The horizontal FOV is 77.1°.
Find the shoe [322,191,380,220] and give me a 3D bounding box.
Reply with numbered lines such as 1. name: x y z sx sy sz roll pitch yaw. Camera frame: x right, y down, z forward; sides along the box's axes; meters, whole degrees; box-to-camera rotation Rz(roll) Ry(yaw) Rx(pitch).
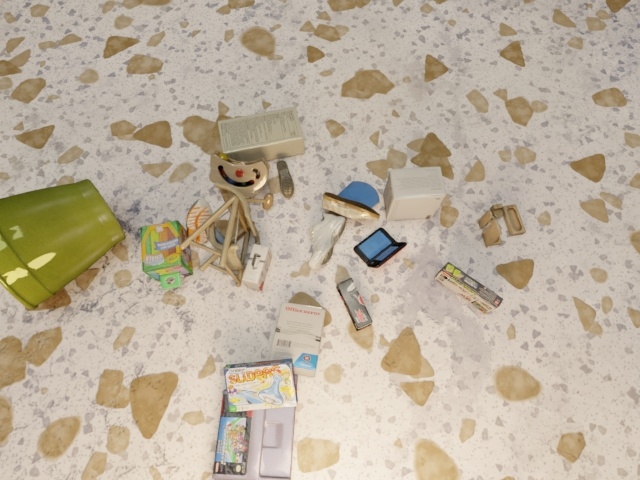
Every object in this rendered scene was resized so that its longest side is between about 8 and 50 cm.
1. shoe: 0.107 -0.112 1.451 0.219 0.076 0.058 22 112 10

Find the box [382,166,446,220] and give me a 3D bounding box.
1. box: 0.329 -0.164 1.436 0.182 0.181 0.118 -4 68 -1

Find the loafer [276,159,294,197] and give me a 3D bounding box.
1. loafer: -0.132 -0.232 1.538 0.056 0.050 0.147 -10 84 0

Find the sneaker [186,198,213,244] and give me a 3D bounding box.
1. sneaker: -0.431 -0.074 1.397 0.084 0.214 0.083 -3 54 -29

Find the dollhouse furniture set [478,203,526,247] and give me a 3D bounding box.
1. dollhouse furniture set: 0.663 -0.073 1.430 0.152 0.123 0.143 -8 69 -3

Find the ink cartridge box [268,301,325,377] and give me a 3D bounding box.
1. ink cartridge box: -0.072 0.314 1.281 0.149 0.085 0.203 9 55 3

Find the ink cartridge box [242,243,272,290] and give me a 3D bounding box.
1. ink cartridge box: -0.216 0.093 1.381 0.056 0.099 0.135 12 68 6

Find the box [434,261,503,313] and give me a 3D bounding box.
1. box: 0.491 0.161 1.345 0.207 0.114 0.036 36 73 13

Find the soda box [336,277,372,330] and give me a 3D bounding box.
1. soda box: 0.114 0.215 1.357 0.060 0.053 0.168 -23 71 -8

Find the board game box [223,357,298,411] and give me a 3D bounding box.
1. board game box: -0.175 0.426 1.185 0.202 0.035 0.136 -7 96 4

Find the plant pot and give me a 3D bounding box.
1. plant pot: -0.867 -0.022 1.323 0.353 0.366 0.366 -33 72 -25

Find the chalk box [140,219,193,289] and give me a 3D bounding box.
1. chalk box: -0.524 0.060 1.378 0.133 0.132 0.212 -12 69 -4

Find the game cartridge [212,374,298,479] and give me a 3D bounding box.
1. game cartridge: -0.194 0.584 1.212 0.231 0.068 0.354 4 68 -3

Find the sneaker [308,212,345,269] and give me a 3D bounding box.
1. sneaker: 0.000 0.000 1.434 0.115 0.090 0.232 21 61 15

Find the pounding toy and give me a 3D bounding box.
1. pounding toy: -0.273 -0.231 1.445 0.270 0.154 0.154 26 108 -13

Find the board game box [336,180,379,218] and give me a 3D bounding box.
1. board game box: 0.134 -0.146 1.511 0.133 0.033 0.169 41 73 19

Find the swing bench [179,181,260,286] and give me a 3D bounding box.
1. swing bench: -0.306 -0.015 1.342 0.165 0.253 0.254 22 71 8

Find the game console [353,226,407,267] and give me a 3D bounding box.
1. game console: 0.209 0.022 1.419 0.144 0.124 0.085 -37 99 -13

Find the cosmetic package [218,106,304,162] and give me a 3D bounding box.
1. cosmetic package: -0.228 -0.403 1.570 0.310 0.113 0.160 -11 69 -5
